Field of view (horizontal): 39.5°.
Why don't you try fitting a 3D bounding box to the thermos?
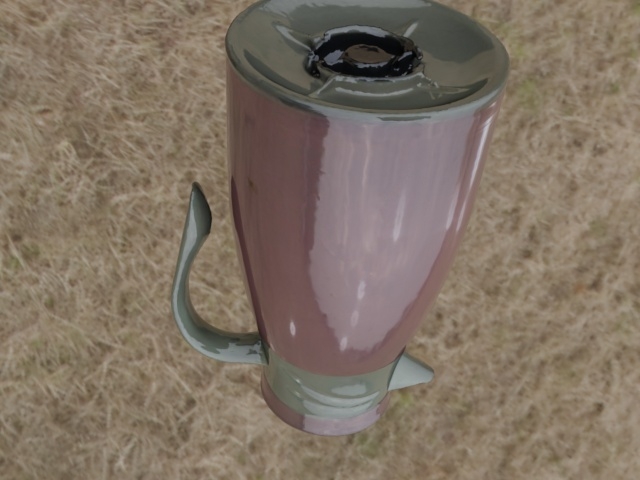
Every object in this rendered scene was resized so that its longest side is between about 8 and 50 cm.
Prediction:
[{"bbox_3d":[0.000,0.000,0.532,0.176,0.146,0.265,8,128,-1],"label":"thermos"}]
